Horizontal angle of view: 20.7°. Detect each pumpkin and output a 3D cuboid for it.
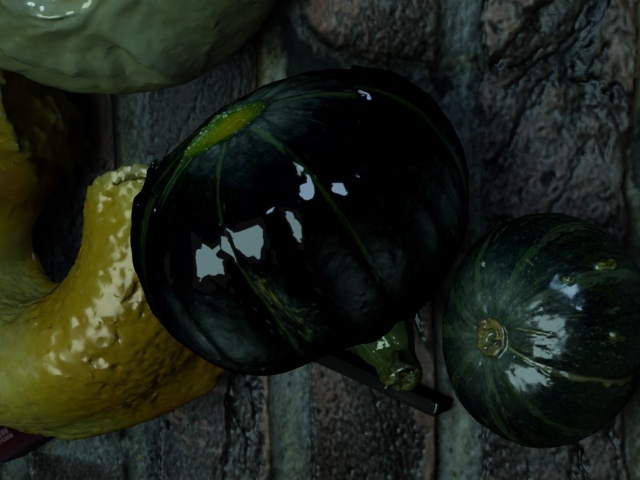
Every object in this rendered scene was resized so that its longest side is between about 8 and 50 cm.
[{"bbox_3d":[0.181,0.072,1.404,0.190,0.146,0.190,-15,67,39],"label":"pumpkin"},{"bbox_3d":[0.000,0.000,1.469,0.296,0.296,0.296,11,108,37],"label":"pumpkin"}]

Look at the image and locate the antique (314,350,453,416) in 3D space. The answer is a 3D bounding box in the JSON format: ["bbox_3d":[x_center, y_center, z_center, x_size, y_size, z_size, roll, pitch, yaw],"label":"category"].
[{"bbox_3d":[0.037,0.120,1.611,0.192,0.031,0.015,23,108,34],"label":"antique"}]

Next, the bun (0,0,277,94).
[{"bbox_3d":[-0.202,-0.270,1.504,0.364,0.202,0.364,3,129,4],"label":"bun"}]

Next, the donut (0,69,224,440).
[{"bbox_3d":[-0.280,0.014,1.703,0.435,0.163,0.378,35,103,26],"label":"donut"}]

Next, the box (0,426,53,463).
[{"bbox_3d":[-0.295,0.150,1.871,0.224,0.069,0.120,-30,81,42],"label":"box"}]
